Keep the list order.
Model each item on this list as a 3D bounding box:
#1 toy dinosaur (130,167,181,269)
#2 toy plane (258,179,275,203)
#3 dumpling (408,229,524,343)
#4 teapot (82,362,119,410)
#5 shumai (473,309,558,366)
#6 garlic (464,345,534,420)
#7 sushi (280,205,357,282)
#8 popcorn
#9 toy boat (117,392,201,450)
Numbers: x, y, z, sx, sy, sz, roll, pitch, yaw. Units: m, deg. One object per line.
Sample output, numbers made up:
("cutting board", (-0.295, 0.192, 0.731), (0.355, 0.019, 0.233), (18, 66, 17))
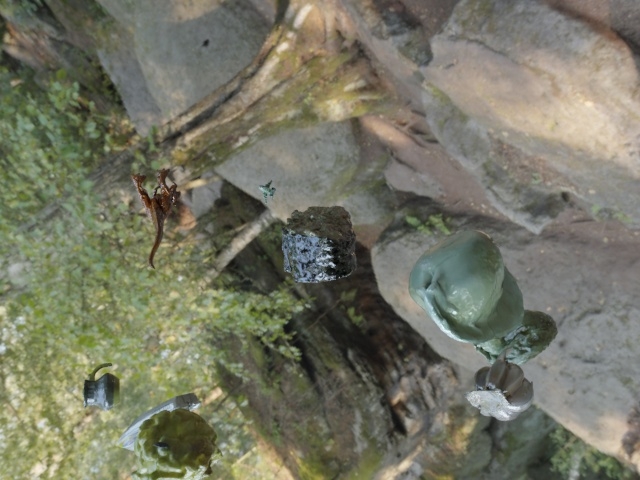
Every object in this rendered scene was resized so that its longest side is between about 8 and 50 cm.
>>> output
("toy dinosaur", (-0.502, -0.108, 1.620), (0.432, 0.097, 0.207), (-89, -6, -61))
("toy plane", (-0.170, -0.161, 1.727), (0.033, 0.080, 0.083), (11, 171, 31))
("dumpling", (0.340, 0.092, 1.252), (0.270, 0.321, 0.211), (31, 155, 36))
("teapot", (-0.760, 0.509, 1.855), (0.130, 0.120, 0.165), (122, 143, -54))
("shumai", (0.588, 0.260, 1.647), (0.221, 0.261, 0.225), (61, 139, 16))
("garlic", (0.408, 0.319, 1.208), (0.127, 0.131, 0.194), (46, -144, -7))
("sushi", (0.000, 0.000, 1.543), (0.350, 0.211, 0.170), (-67, -30, -72))
("popcorn", (-0.279, 0.401, 1.018), (0.174, 0.142, 0.173), (31, -148, -22))
("toy boat", (-0.479, 0.562, 1.594), (0.141, 0.269, 0.141), (44, -171, -9))
